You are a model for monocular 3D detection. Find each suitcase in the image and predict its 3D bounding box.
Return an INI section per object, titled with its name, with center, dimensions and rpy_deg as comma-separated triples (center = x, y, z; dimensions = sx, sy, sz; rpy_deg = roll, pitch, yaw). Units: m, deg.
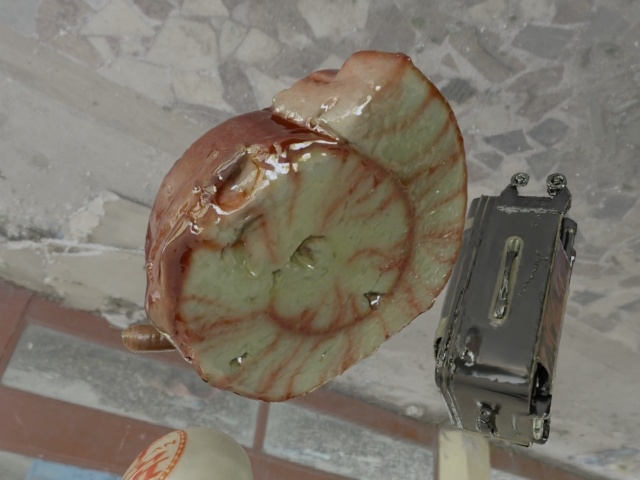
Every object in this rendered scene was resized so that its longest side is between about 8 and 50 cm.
[suitcase]
center = 0.320, 0.119, 0.946
dimensions = 0.194, 0.434, 0.283
rpy_deg = 6, 147, 26

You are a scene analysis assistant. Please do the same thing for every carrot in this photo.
[carrot]
center = -0.209, 0.158, 0.892
dimensions = 0.216, 0.048, 0.048
rpy_deg = 2, 148, -15

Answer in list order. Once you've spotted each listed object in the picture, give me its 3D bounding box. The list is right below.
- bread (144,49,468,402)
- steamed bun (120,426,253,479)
[bread]
center = -0.001, 0.004, 0.538
dimensions = 0.114, 0.328, 0.295
rpy_deg = 38, 162, 47
[steamed bun]
center = -0.224, 0.380, 0.844
dimensions = 0.232, 0.232, 0.145
rpy_deg = -21, 108, 37
